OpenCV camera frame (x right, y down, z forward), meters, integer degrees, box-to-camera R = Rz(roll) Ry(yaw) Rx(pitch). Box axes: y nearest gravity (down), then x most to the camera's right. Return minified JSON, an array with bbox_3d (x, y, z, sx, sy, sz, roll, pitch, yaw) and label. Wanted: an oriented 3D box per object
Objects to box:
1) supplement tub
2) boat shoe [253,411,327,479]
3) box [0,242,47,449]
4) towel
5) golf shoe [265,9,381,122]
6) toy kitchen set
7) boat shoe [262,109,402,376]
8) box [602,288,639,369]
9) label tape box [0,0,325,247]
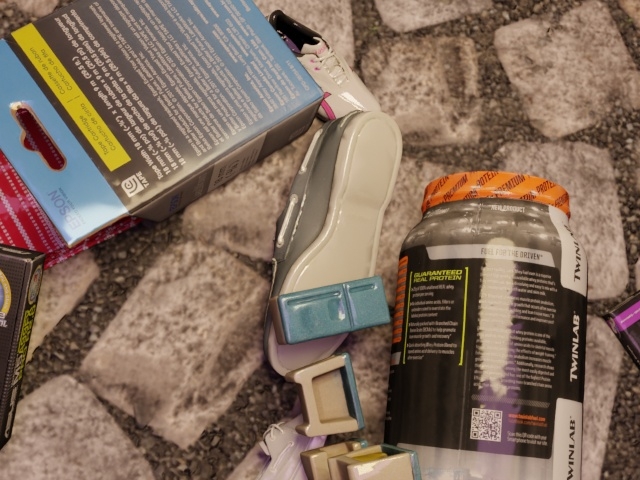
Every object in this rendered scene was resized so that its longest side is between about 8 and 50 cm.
[{"bbox_3d":[0.180,0.109,0.924,0.207,0.207,0.338,8,77,-6],"label":"supplement tub"},{"bbox_3d":[-0.039,0.237,0.944,0.063,0.066,0.184,27,85,-1],"label":"boat shoe"},{"bbox_3d":[-0.444,0.091,0.887,0.270,0.060,0.216,13,97,-4],"label":"box"},{"bbox_3d":[-0.351,-0.058,0.985,0.275,0.031,0.199,-28,81,-12],"label":"towel"},{"bbox_3d":[-0.002,-0.204,1.036,0.186,0.086,0.067,38,73,1],"label":"golf shoe"},{"bbox_3d":[0.045,0.141,0.850,0.122,0.166,0.207,-11,86,-19],"label":"toy kitchen set"},{"bbox_3d":[0.000,0.000,0.997,0.116,0.099,0.319,22,85,-39],"label":"boat shoe"},{"bbox_3d":[0.439,0.128,1.045,0.116,0.029,0.162,-31,81,-12],"label":"box"},{"bbox_3d":[-0.201,-0.158,0.962,0.334,0.106,0.240,-34,83,-21],"label":"label tape box"}]
